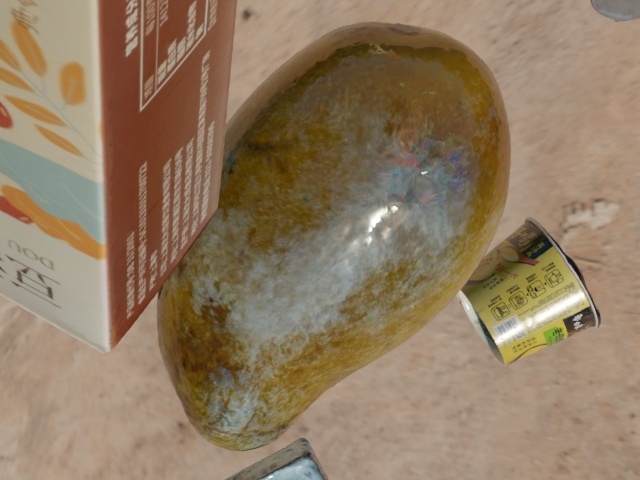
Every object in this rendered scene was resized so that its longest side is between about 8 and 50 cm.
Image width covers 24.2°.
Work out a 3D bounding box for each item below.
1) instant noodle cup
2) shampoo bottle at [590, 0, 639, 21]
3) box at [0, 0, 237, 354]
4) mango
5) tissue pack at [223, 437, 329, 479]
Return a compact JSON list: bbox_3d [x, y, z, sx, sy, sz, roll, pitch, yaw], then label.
[{"bbox_3d":[0.229,0.064,1.708,0.122,0.151,0.151,-30,95,-4],"label":"instant noodle cup"},{"bbox_3d":[0.099,-0.143,0.592,0.040,0.165,0.080,9,127,-19],"label":"shampoo bottle"},{"bbox_3d":[-0.217,-0.151,0.731,0.344,0.385,0.122,28,60,10],"label":"box"},{"bbox_3d":[0.000,0.000,0.983,0.192,0.146,0.316,30,105,-19],"label":"mango"},{"bbox_3d":[-0.035,0.362,1.571,0.185,0.081,0.257,-29,101,-3],"label":"tissue pack"}]
